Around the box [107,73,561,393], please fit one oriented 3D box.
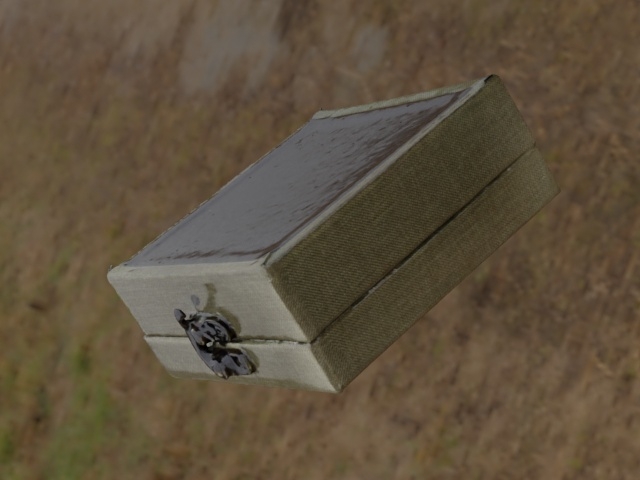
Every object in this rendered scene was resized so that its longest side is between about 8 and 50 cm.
[{"bbox_3d":[0.000,0.000,0.377,0.083,0.035,0.079,-40,18,-28],"label":"box"}]
